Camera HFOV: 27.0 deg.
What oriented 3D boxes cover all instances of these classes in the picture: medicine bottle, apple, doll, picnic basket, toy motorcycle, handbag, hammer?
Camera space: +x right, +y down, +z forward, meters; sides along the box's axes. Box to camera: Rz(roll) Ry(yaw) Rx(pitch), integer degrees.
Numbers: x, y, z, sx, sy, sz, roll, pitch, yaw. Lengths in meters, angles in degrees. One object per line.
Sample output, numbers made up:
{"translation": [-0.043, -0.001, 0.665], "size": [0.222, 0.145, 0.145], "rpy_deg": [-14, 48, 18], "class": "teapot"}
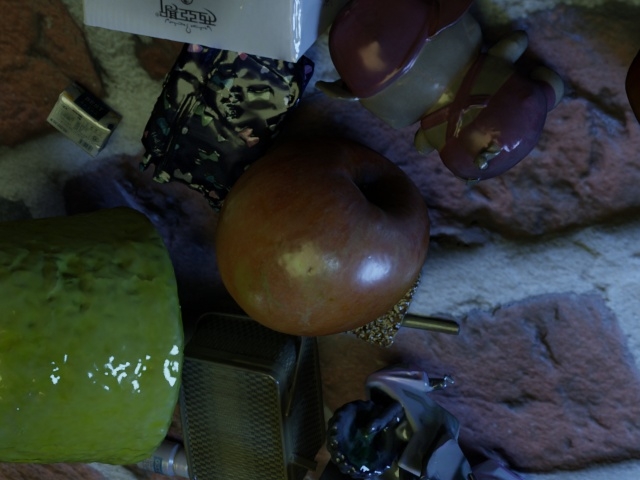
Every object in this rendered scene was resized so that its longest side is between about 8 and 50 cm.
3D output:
{"translation": [-0.234, 0.333, 2.045], "size": [0.089, 0.052, 0.052], "rpy_deg": [11, 125, 18], "class": "medicine bottle"}
{"translation": [0.000, 0.000, 1.582], "size": [0.254, 0.253, 0.253], "rpy_deg": [12, 126, 18], "class": "apple"}
{"translation": [0.131, -0.184, 1.462], "size": [0.256, 0.196, 0.152], "rpy_deg": [39, 167, -8], "class": "doll"}
{"translation": [-0.093, 0.223, 1.848], "size": [0.165, 0.139, 0.266], "rpy_deg": [9, 125, 20], "class": "picnic basket"}
{"translation": [0.156, 0.281, 1.768], "size": [0.327, 0.188, 0.143], "rpy_deg": [33, 140, -17], "class": "toy motorcycle"}
{"translation": [-0.119, -0.164, 1.617], "size": [0.162, 0.113, 0.260], "rpy_deg": [30, 129, -2], "class": "handbag"}
{"translation": [0.095, 0.106, 1.760], "size": [0.182, 0.017, 0.062], "rpy_deg": [9, 125, 19], "class": "hammer"}

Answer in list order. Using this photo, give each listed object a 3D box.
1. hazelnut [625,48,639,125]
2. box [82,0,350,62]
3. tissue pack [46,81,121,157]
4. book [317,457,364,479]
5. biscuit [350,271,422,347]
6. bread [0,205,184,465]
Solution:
{"translation": [0.406, -0.144, 1.353], "size": [0.208, 0.208, 0.208], "rpy_deg": [12, 126, 18], "class": "hazelnut"}
{"translation": [-0.107, -0.299, 1.465], "size": [0.260, 0.194, 0.111], "rpy_deg": [11, 126, 19], "class": "box"}
{"translation": [-0.311, -0.159, 1.754], "size": [0.083, 0.042, 0.062], "rpy_deg": [37, 131, -2], "class": "tissue pack"}
{"translation": [0.142, 0.382, 1.795], "size": [0.310, 0.217, 0.021], "rpy_deg": [29, 118, 5], "class": "book"}
{"translation": [0.009, 0.043, 1.737], "size": [0.231, 0.025, 0.131], "rpy_deg": [25, 116, 7], "class": "biscuit"}
{"translation": [-0.355, 0.122, 1.740], "size": [0.308, 0.348, 0.348], "rpy_deg": [4, 139, -33], "class": "bread"}
